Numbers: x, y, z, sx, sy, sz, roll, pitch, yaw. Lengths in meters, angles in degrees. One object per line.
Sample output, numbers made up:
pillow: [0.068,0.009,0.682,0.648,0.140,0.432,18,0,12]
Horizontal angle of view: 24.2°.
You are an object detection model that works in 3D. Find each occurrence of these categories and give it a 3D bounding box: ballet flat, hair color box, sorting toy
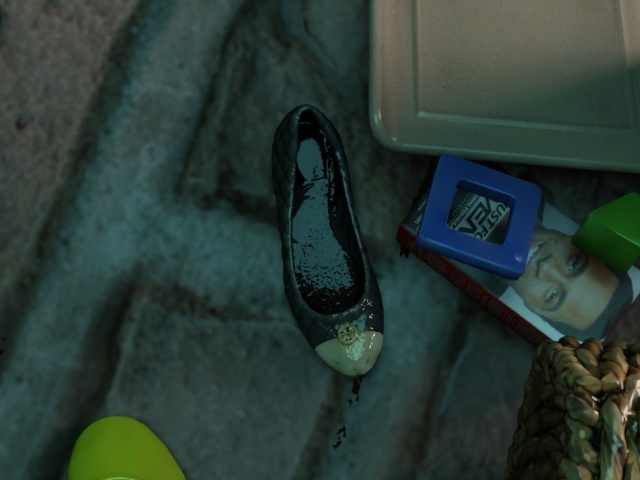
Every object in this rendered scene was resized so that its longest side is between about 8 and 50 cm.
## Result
ballet flat: [0.000,0.000,0.918,0.057,0.049,0.173,-14,77,-2]
hair color box: [0.123,0.011,0.918,0.141,0.043,0.072,37,78,8]
ballet flat: [-0.101,0.210,0.855,0.077,0.077,0.231,-11,76,-1]
sorting toy: [0.120,-0.119,0.929,0.196,0.047,0.348,7,59,-10]

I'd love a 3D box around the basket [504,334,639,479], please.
basket: [0.213,0.157,0.752,0.223,0.299,0.214,1,75,3]
